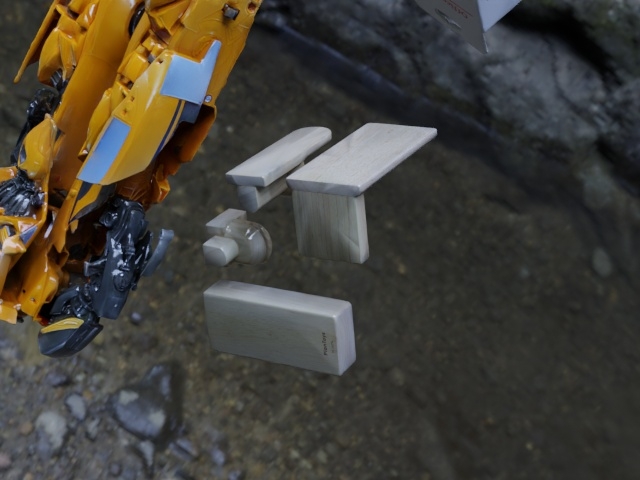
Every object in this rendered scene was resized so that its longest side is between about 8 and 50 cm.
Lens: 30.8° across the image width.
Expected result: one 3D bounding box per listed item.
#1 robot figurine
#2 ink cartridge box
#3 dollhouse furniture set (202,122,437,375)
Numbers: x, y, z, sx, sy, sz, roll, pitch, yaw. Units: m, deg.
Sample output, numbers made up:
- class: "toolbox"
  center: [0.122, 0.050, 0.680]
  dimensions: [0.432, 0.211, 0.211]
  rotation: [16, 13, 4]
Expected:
- class: "robot figurine"
  center: [-0.157, -0.069, 0.771]
  dimensions: [0.085, 0.291, 0.211]
  rotation: [17, 21, -40]
- class: "ink cartridge box"
  center: [0.121, -0.257, 1.023]
  dimensions: [0.060, 0.180, 0.104]
  rotation: [-43, 61, -7]
- class: "dollhouse furniture set"
  center: [0.000, 0.000, 0.869]
  dimensions: [0.144, 0.151, 0.123]
  rotation: [8, 27, 29]
